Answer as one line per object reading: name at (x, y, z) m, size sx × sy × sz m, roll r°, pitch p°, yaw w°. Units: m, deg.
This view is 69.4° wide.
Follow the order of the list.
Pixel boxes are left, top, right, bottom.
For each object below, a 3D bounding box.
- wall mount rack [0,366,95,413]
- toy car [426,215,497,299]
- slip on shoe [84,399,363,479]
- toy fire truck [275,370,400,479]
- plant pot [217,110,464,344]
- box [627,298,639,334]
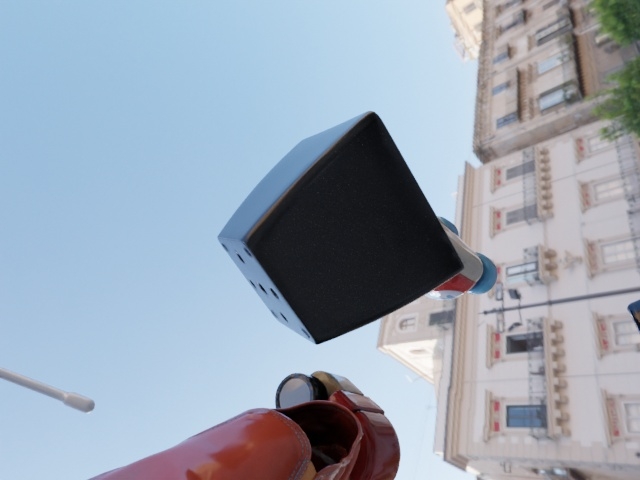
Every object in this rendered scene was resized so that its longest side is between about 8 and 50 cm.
wall mount rack at (-0.443, 0.192, 0.472) m, size 0.304 × 0.130 × 0.350 m, roll 47°, pitch -136°, yaw -25°
toy car at (0.136, 0.062, 0.802) m, size 0.219 × 0.238 × 0.210 m, roll 21°, pitch -155°, yaw -44°
slip on shoe at (-0.060, 0.178, 0.348) m, size 0.331 × 0.123 × 0.101 m, roll 24°, pitch -89°, yaw -59°
toy fire truck at (0.010, 0.291, 0.493) m, size 0.217 × 0.246 × 0.158 m, roll -55°, pitch -39°, yaw 0°
plant pot at (0.000, 0.000, 0.501) m, size 0.167 × 0.188 × 0.187 m, roll -38°, pitch -74°, yaw -17°
box at (0.396, 0.098, 0.379) m, size 0.207 × 0.153 × 0.108 m, roll 26°, pitch -136°, yaw -25°
